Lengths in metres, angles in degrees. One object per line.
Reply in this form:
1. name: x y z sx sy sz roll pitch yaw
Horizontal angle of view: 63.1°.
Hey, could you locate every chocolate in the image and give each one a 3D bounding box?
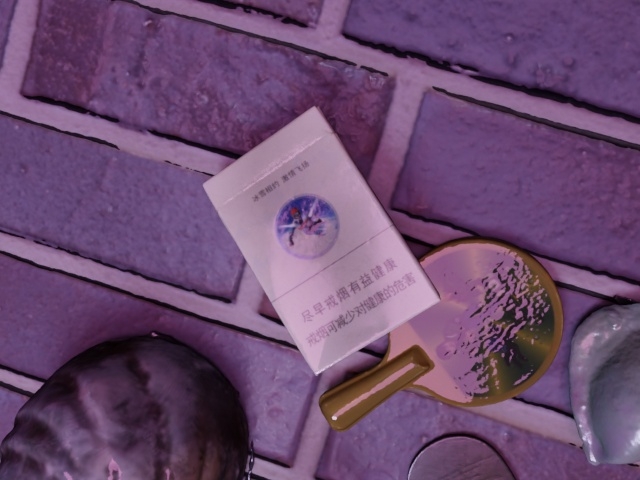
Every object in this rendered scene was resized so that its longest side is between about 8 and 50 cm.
1. chocolate: -0.243 0.279 0.599 0.303 0.213 0.303 0 94 5

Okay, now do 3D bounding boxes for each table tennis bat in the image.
1. table tennis bat: 0.138 0.128 0.630 0.321 0.050 0.198 -34 88 5
2. table tennis bat: 0.201 0.353 0.652 0.131 0.022 0.234 -30 89 7

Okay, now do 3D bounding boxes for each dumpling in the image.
1. dumpling: 0.366 0.158 0.587 0.217 0.149 0.105 -44 127 14

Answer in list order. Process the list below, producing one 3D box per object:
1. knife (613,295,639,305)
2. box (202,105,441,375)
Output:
1. knife: 0.420 0.110 0.611 0.170 0.010 0.023 31 98 5
2. box: 0.000 0.000 0.602 0.164 0.069 0.256 -33 82 8
